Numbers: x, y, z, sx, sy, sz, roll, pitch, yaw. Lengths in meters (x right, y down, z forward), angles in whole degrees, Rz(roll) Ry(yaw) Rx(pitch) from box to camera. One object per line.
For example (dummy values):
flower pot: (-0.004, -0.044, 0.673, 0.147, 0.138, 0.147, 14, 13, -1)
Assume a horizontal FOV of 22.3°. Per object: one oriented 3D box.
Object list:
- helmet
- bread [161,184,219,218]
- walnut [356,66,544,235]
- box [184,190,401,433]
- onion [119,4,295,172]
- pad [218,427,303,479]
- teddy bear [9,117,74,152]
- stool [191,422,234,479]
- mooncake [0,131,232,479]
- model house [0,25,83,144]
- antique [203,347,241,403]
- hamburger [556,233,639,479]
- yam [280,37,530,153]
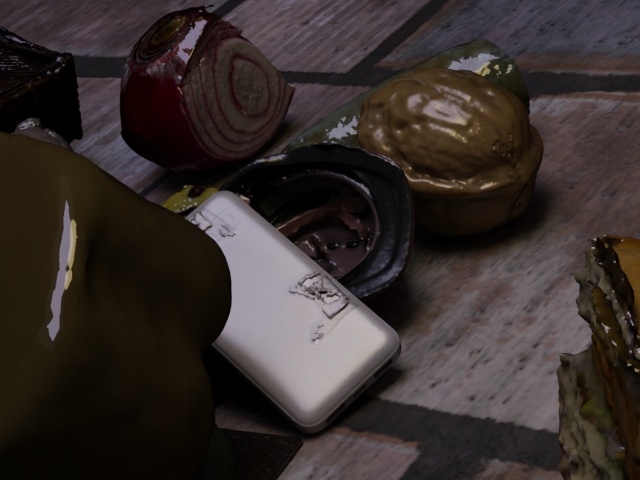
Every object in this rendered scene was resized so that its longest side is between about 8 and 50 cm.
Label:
helmet: (0.000, 0.000, 1.813, 0.253, 0.198, 0.154, -2, -13, 18)
bread: (-0.229, 0.051, 1.958, 0.138, 0.077, 0.361, 13, 42, 46)
walnut: (0.144, -0.103, 1.863, 0.245, 0.198, 0.198, 23, 49, 41)
box: (-0.057, 0.069, 1.697, 0.142, 0.044, 0.285, -41, 63, -17)
onion: (-0.185, -0.194, 2.249, 0.207, 0.216, 0.206, 9, 61, 50)
pad: (-0.200, 0.255, 1.646, 0.330, 0.004, 0.220, 2, 34, 36)
teddy bear: (-0.440, -0.051, 2.179, 0.267, 0.151, 0.236, -40, -1, -33)
stool: (-0.138, 0.205, 1.588, 0.096, 0.096, 0.110, -24, 22, -6)
mooncake: (-0.303, 0.134, 1.520, 0.467, 0.262, 0.467, -26, 45, 29)
model house: (-0.487, -0.150, 2.371, 0.282, 0.317, 0.297, -5, 50, -11)
antique: (-0.163, 0.148, 1.729, 0.221, 0.080, 0.081, -33, 29, -31)
hamburger: (0.335, 0.193, 1.118, 0.286, 0.268, 0.445, 1, 28, -9)
yam: (0.095, -0.135, 2.034, 0.330, 0.133, 0.133, -27, 27, 1)
